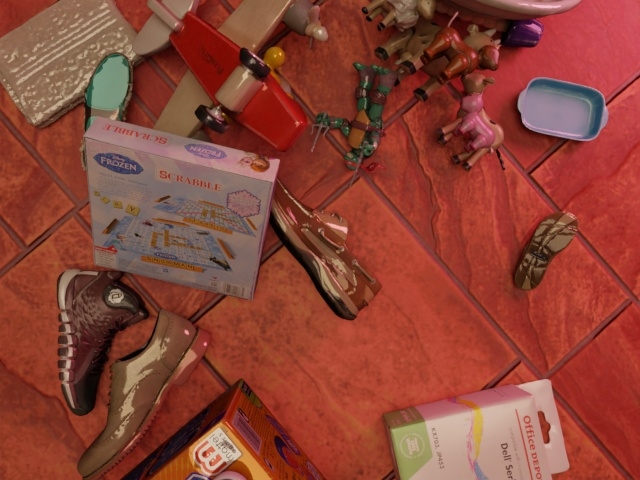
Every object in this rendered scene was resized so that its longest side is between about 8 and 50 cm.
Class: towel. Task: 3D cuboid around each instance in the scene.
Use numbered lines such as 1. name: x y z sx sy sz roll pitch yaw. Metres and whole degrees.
1. towel: -0.500 -0.366 1.293 0.282 0.049 0.187 -34 91 -4

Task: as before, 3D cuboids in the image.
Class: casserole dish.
1. casserole dish: 0.491 -0.265 1.337 0.188 0.037 0.114 11 87 -3

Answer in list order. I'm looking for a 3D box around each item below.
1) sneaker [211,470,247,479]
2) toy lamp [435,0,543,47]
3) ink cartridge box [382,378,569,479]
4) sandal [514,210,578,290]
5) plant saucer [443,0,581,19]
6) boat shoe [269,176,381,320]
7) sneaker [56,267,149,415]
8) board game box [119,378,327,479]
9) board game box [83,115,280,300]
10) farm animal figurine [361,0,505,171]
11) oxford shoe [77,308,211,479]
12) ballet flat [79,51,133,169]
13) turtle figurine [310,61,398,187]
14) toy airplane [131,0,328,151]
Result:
1. sneaker: -0.162 0.451 0.897 0.094 0.091 0.258 21 87 -1
2. toy lamp: 0.311 -0.452 1.315 0.274 0.080 0.080 15 87 -1
3. ink cartridge box: 0.317 0.407 1.264 0.353 0.119 0.207 -13 88 -3
4. sandal: 0.450 0.018 1.324 0.072 0.049 0.180 29 102 4
5. plant saucer: 0.308 -0.530 1.253 0.400 0.101 0.401 9 51 -12
6. boat shoe: 0.000 0.000 1.274 0.120 0.122 0.324 -36 98 -8
7. sneaker: -0.409 0.188 1.250 0.162 0.106 0.282 -5 88 -6
8. board game box: -0.172 0.514 1.121 0.356 0.356 0.356 -40 90 -3
9. board game box: -0.252 -0.045 1.180 0.318 0.318 0.066 14 45 -3
10. farm animal figurine: 0.252 -0.327 1.243 0.172 0.330 0.327 -39 59 -5
11. oxford shoe: -0.358 0.286 1.231 0.130 0.123 0.348 39 76 -15
12. ballet flat: -0.418 -0.244 1.271 0.091 0.077 0.241 14 92 -10
13. turtle figurine: 0.073 -0.225 1.282 0.175 0.118 0.234 24 101 40
14. toy airplane: -0.168 -0.319 1.226 0.386 0.272 0.385 -6 75 33
